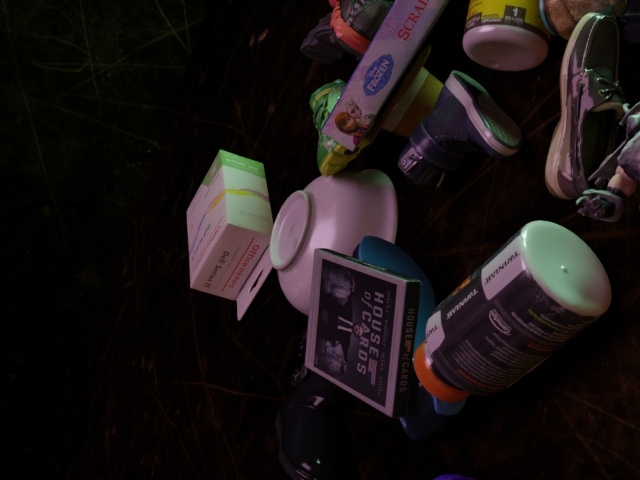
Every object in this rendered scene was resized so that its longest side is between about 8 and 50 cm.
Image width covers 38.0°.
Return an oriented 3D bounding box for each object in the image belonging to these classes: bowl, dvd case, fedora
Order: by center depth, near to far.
[{"bbox_3d":[0.051,0.117,1.261,0.238,0.029,0.179,18,105,60],"label":"dvd case"},{"bbox_3d":[0.149,-0.214,1.469,0.194,0.079,0.194,-58,2,2],"label":"fedora"},{"bbox_3d":[0.000,0.000,1.613,0.298,0.134,0.298,-47,34,45],"label":"bowl"}]

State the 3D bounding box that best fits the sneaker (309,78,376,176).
[{"bbox_3d":[0.024,-0.201,1.608,0.109,0.123,0.295,-38,14,19],"label":"sneaker"}]

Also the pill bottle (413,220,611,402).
[{"bbox_3d":[0.210,0.097,1.088,0.246,0.130,0.130,-50,32,41],"label":"pill bottle"}]

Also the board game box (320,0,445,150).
[{"bbox_3d":[0.136,-0.332,1.470,0.319,0.066,0.318,-58,1,28],"label":"board game box"}]

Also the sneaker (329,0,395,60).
[{"bbox_3d":[0.075,-0.435,1.637,0.135,0.097,0.276,-47,30,28],"label":"sneaker"}]

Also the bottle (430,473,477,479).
[{"bbox_3d":[0.106,0.385,1.160,0.283,0.092,0.118,-46,34,46],"label":"bottle"}]

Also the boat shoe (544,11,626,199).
[{"bbox_3d":[0.324,-0.156,1.091,0.073,0.080,0.224,15,94,58],"label":"boat shoe"}]

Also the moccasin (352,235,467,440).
[{"bbox_3d":[0.096,0.129,1.312,0.342,0.137,0.117,-103,34,-51],"label":"moccasin"}]

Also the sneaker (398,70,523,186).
[{"bbox_3d":[0.194,-0.128,1.324,0.163,0.086,0.226,-55,23,21],"label":"sneaker"}]

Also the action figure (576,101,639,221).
[{"bbox_3d":[0.350,-0.053,0.936,0.285,0.099,0.185,-92,25,-44],"label":"action figure"}]

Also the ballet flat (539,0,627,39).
[{"bbox_3d":[0.346,-0.415,1.198,0.123,0.123,0.349,-35,42,54],"label":"ballet flat"}]

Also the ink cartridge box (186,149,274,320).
[{"bbox_3d":[-0.205,-0.015,2.083,0.207,0.119,0.353,-57,27,30],"label":"ink cartridge box"}]

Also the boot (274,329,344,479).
[{"bbox_3d":[0.004,0.251,1.473,0.246,0.094,0.207,-124,51,-68],"label":"boot"}]

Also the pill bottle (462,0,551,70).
[{"bbox_3d":[0.271,-0.353,1.287,0.117,0.117,0.215,-14,61,63],"label":"pill bottle"}]

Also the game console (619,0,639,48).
[{"bbox_3d":[0.442,-0.263,0.948,0.361,0.044,0.213,26,96,66],"label":"game console"}]

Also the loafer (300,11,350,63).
[{"bbox_3d":[0.042,-0.427,1.862,0.302,0.109,0.095,5,74,69],"label":"loafer"}]
